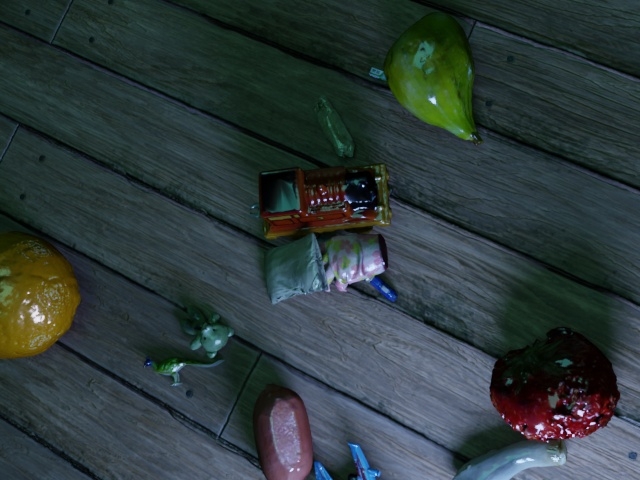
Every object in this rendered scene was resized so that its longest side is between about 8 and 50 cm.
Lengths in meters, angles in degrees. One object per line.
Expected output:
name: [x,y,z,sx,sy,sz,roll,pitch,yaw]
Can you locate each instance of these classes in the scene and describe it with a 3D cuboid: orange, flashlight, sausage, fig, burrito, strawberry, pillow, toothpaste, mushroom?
orange: [-0.816,0.142,2.059,0.341,0.293,0.340,-3,80,16]
flashlight: [0.142,0.106,1.941,0.121,0.035,0.057,42,92,18]
sausage: [-0.090,0.470,1.892,0.148,0.148,0.254,-17,79,12]
fig: [0.285,-0.386,1.884,0.233,0.233,0.314,-29,69,9]
burrito: [0.034,-0.291,2.031,0.058,0.045,0.188,-32,76,15]
strawberry: [0.523,0.339,1.717,0.274,0.274,0.220,-30,112,9]
pillow: [-0.070,0.074,1.944,0.230,0.050,0.148,-19,72,49]
toothpaste: [0.168,-0.426,2.031,0.083,0.017,0.020,24,88,17]
mushroom: [0.422,0.512,1.771,0.278,0.099,0.096,-27,81,6]

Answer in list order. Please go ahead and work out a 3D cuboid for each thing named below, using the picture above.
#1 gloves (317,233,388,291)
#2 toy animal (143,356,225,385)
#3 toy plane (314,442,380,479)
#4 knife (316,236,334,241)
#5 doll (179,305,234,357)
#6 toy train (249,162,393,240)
gloves: [0.044,0.050,1.923,0.241,0.126,0.145,-14,76,17]
toy animal: [-0.355,0.342,2.037,0.217,0.041,0.075,0,80,11]
toy plane: [0.096,0.614,1.835,0.271,0.105,0.254,12,85,16]
knife: [0.000,0.000,2.013,0.091,0.005,0.014,-10,80,14]
doll: [-0.305,0.231,2.027,0.150,0.077,0.115,29,79,29]
toy train: [-0.010,-0.100,1.914,0.369,0.231,0.163,-6,79,13]
